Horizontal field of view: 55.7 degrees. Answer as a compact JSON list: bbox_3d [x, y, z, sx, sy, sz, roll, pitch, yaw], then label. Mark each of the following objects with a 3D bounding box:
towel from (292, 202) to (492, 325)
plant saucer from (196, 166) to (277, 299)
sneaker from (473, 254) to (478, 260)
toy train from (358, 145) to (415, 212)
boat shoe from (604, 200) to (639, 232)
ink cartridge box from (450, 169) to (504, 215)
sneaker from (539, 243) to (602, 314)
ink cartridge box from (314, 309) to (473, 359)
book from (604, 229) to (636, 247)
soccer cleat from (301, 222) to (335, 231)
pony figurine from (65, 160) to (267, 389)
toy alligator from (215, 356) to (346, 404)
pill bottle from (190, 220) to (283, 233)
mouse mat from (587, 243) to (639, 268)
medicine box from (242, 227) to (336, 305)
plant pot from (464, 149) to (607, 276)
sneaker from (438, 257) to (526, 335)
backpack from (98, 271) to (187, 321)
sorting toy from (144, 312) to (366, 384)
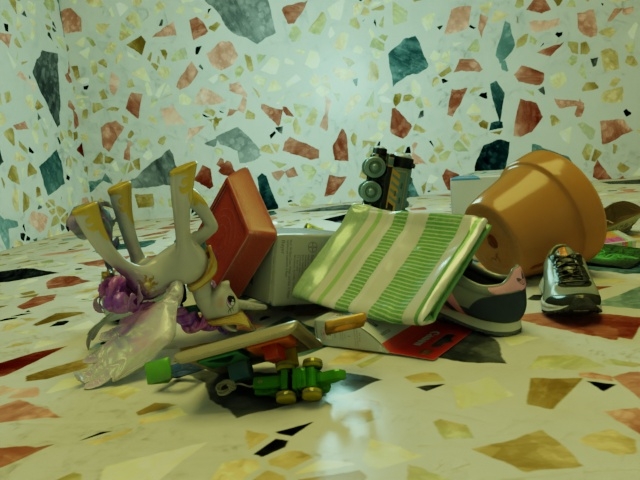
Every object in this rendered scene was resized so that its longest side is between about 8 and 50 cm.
[{"bbox_3d":[0.119,0.034,1.111,0.325,0.038,0.247,10,56,46],"label":"towel"},{"bbox_3d":[-0.205,0.002,1.306,0.048,0.259,0.258,16,30,-34],"label":"plant saucer"},{"bbox_3d":[0.402,0.021,1.670,0.085,0.058,0.152,4,8,23],"label":"sneaker"},{"bbox_3d":[0.234,-0.171,2.204,0.190,0.333,0.142,8,6,-4],"label":"toy train"},{"bbox_3d":[0.822,-0.040,1.763,0.285,0.089,0.104,-12,37,-21],"label":"boat shoe"},{"bbox_3d":[0.595,-0.139,2.109,0.198,0.197,0.270,0,11,32],"label":"ink cartridge box"},{"bbox_3d":[0.469,0.075,1.159,0.100,0.107,0.271,-2,11,13],"label":"sneaker"},{"bbox_3d":[0.136,0.147,1.090,0.233,0.066,0.189,-4,8,37],"label":"ink cartridge box"},{"bbox_3d":[0.758,0.006,1.637,0.144,0.035,0.096,-6,12,-1],"label":"book"},{"bbox_3d":[0.000,0.000,1.868,0.289,0.121,0.093,-9,9,-17],"label":"soccer cleat"},{"bbox_3d":[-0.309,0.075,1.119,0.351,0.363,0.303,-24,21,-13],"label":"pony figurine"},{"bbox_3d":[-0.052,0.208,0.865,0.190,0.056,0.051,-10,-36,12],"label":"toy alligator"},{"bbox_3d":[-0.235,0.028,1.699,0.169,0.169,0.302,2,11,40],"label":"pill bottle"},{"bbox_3d":[0.704,0.033,1.501,0.153,0.007,0.190,-20,19,-37],"label":"mouse mat"},{"bbox_3d":[-0.045,0.050,1.373,0.290,0.149,0.264,1,4,-33],"label":"medicine box"},{"bbox_3d":[0.475,-0.039,1.408,0.204,0.290,0.291,-26,15,-17],"label":"plant pot"},{"bbox_3d":[0.218,0.066,1.109,0.319,0.131,0.112,14,21,24],"label":"sneaker"},{"bbox_3d":[-0.426,0.120,1.424,0.182,0.115,0.152,-16,16,-35],"label":"backpack"},{"bbox_3d":[-0.095,0.175,0.906,0.348,0.047,0.196,-16,-19,7],"label":"sorting toy"}]
